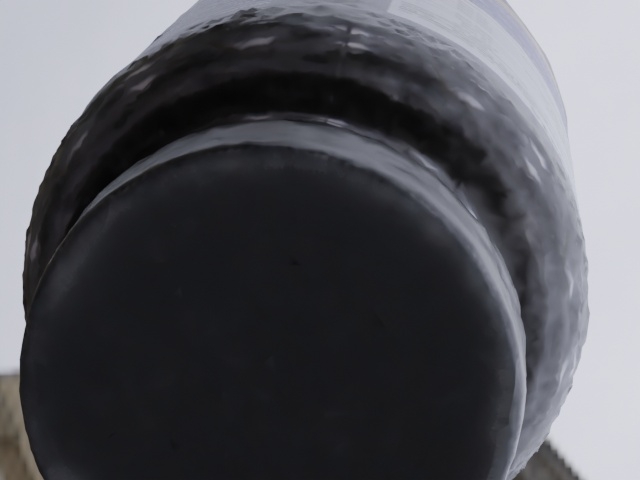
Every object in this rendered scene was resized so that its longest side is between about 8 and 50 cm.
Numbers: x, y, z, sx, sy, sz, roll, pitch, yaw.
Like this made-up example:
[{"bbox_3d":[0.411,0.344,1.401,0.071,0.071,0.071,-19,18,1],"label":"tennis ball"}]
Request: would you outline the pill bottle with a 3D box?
[{"bbox_3d":[0.000,0.000,0.465,0.219,0.123,0.123,-69,171,-74],"label":"pill bottle"}]
